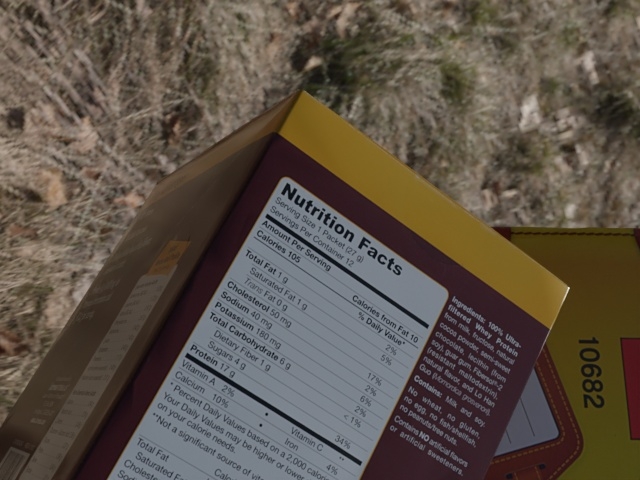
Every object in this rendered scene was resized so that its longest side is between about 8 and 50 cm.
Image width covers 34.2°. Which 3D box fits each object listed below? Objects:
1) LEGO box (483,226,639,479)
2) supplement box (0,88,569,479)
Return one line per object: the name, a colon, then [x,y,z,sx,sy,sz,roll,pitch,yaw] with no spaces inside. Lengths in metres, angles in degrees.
LEGO box: [0.132,0.293,0.612,0.193,0.372,0.500,1,66,2]
supplement box: [-0.038,0.072,0.420,0.129,0.191,0.194,35,70,-16]
